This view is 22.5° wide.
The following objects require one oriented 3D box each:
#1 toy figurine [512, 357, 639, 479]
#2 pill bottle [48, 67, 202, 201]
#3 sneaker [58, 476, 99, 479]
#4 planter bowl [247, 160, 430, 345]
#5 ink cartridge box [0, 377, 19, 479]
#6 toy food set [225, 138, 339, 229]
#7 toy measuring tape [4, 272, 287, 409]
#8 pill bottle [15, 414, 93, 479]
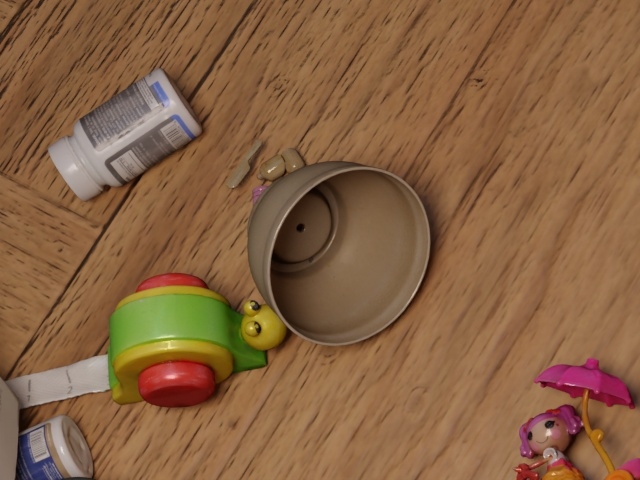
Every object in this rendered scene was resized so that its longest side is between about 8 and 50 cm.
[{"bbox_3d":[0.207,0.178,1.299,0.173,0.130,0.159,-37,42,28],"label":"toy figurine"},{"bbox_3d":[-0.191,-0.101,1.567,0.137,0.078,0.078,-33,60,2],"label":"pill bottle"},{"bbox_3d":[-0.260,0.323,1.380,0.296,0.104,0.147,-45,16,12],"label":"sneaker"},{"bbox_3d":[0.000,0.000,1.422,0.162,0.162,0.109,-50,34,-7],"label":"planter bowl"},{"bbox_3d":[-0.390,0.147,1.357,0.171,0.232,0.168,-29,30,11],"label":"ink cartridge box"},{"bbox_3d":[-0.025,-0.043,1.518,0.122,0.019,0.078,31,79,21],"label":"toy food set"},{"bbox_3d":[-0.191,0.101,1.453,0.330,0.121,0.121,-12,63,14],"label":"toy measuring tape"},{"bbox_3d":[-0.273,0.210,1.457,0.120,0.067,0.067,-24,61,7],"label":"pill bottle"}]
